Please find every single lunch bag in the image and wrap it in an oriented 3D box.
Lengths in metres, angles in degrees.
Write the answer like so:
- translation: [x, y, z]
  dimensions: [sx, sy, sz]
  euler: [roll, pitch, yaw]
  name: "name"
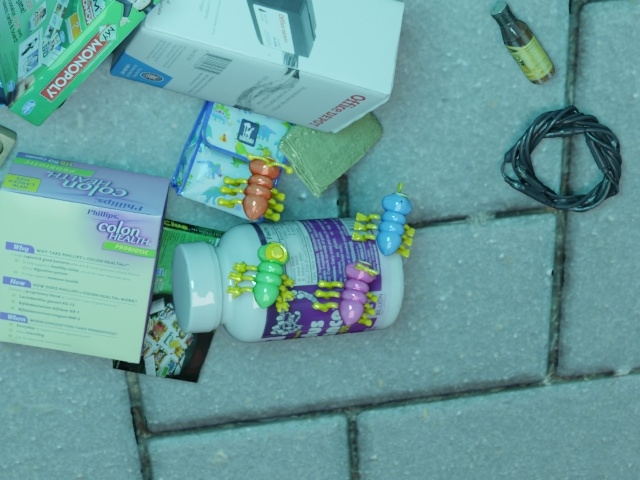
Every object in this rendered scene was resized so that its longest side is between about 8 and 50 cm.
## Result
- translation: [-0.117, -0.116, 1.715]
  dimensions: [0.129, 0.096, 0.151]
  euler: [20, 97, -19]
  name: "lunch bag"

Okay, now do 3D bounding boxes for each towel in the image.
- translation: [0.014, -0.142, 1.721]
  dimensions: [0.148, 0.027, 0.110]
  euler: [-45, 121, -18]
  name: "towel"

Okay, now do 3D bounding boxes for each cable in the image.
- translation: [0.363, -0.115, 1.828]
  dimensions: [0.184, 0.047, 0.150]
  euler: [25, 109, -20]
  name: "cable"

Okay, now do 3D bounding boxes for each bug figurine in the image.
- translation: [0.000, 0.000, 1.656]
  dimensions: [0.279, 0.072, 0.216]
  euler: [14, 74, -15]
  name: "bug figurine"

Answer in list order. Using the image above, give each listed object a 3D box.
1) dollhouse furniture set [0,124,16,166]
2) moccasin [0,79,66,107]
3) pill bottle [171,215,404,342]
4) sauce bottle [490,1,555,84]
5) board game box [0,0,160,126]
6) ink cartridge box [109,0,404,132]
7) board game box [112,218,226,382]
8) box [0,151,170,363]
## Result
- translation: [-0.478, -0.075, 1.653]
  dimensions: [0.144, 0.123, 0.151]
  euler: [27, 113, -23]
  name: "dollhouse furniture set"
- translation: [-0.472, -0.245, 1.563]
  dimensions: [0.342, 0.137, 0.117]
  euler: [26, 141, -4]
  name: "moccasin"
- translation: [-0.049, 0.056, 1.757]
  dimensions: [0.302, 0.169, 0.169]
  euler: [-4, 122, -18]
  name: "pill bottle"
- translation: [0.274, -0.271, 1.715]
  dimensions: [0.042, 0.042, 0.128]
  euler: [-35, 118, 11]
  name: "sauce bottle"
- translation: [-0.298, -0.301, 1.435]
  dimensions: [0.213, 0.317, 0.046]
  euler: [-42, 134, 15]
  name: "board game box"
- translation: [-0.082, -0.248, 1.548]
  dimensions: [0.308, 0.223, 0.129]
  euler: [13, 79, -17]
  name: "ink cartridge box"
- translation: [-0.211, 0.093, 1.859]
  dimensions: [0.136, 0.030, 0.259]
  euler: [14, 118, -15]
  name: "board game box"
- translation: [-0.333, 0.025, 1.728]
  dimensions: [0.214, 0.117, 0.243]
  euler: [9, 120, -5]
  name: "box"
